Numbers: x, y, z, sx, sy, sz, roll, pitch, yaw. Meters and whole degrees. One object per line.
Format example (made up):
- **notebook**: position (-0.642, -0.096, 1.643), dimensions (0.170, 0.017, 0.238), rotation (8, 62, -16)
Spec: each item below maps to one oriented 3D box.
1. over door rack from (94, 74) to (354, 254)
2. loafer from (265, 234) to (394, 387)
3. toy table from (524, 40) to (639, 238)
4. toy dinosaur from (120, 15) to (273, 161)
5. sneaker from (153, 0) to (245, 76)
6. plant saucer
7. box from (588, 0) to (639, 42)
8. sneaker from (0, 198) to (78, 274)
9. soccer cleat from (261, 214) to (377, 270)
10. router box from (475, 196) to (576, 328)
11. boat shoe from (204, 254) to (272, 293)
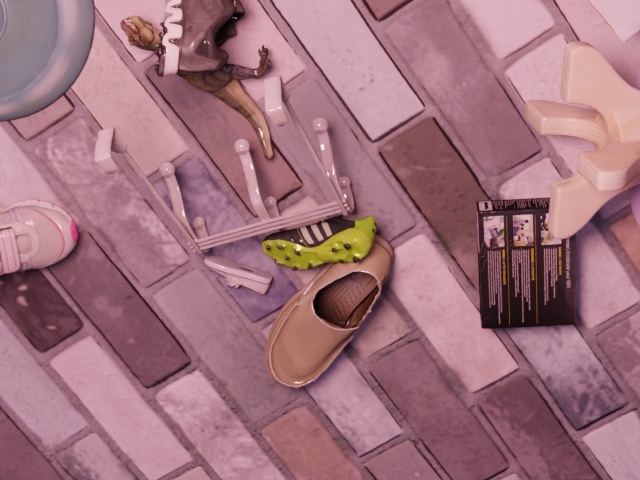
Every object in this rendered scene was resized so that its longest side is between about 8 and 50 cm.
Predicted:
- **over door rack**: position (-0.110, -0.103, 1.573), dimensions (0.239, 0.108, 0.324), rotation (-16, 154, 12)
- **loafer**: position (0.004, 0.106, 1.723), dimensions (0.102, 0.092, 0.268), rotation (31, 111, -6)
- **toy table**: position (0.370, -0.130, 1.529), dimensions (0.160, 0.252, 0.274), rotation (-5, 105, -11)
- **toy dinosaur**: position (-0.131, -0.231, 1.619), dimensions (0.268, 0.064, 0.118), rotation (40, 114, -16)
- **sneaker**: position (-0.146, -0.314, 1.545), dimensions (0.106, 0.078, 0.234), rotation (6, 81, -11)
- **plant saucer**: position (-0.458, -0.304, 1.626), dimensions (0.317, 0.044, 0.318), rotation (2, 113, 5)
- **box**: position (0.345, -0.329, 1.468), dimensions (0.091, 0.170, 0.130), rotation (-40, 104, 17)
- **sneaker**: position (-0.464, 0.014, 1.720), dimensions (0.252, 0.111, 0.103), rotation (-9, 111, 9)
- **soccer cleat**: position (0.000, 0.000, 1.693), dimensions (0.179, 0.072, 0.060), rotation (-3, 131, 36)
- **router box**: position (0.283, 0.032, 1.691), dimensions (0.133, 0.046, 0.179), rotation (-2, 113, 6)
- **boat shoe**: position (-0.120, 0.051, 1.745), dimensions (0.100, 0.035, 0.035), rotation (18, 110, -9)
